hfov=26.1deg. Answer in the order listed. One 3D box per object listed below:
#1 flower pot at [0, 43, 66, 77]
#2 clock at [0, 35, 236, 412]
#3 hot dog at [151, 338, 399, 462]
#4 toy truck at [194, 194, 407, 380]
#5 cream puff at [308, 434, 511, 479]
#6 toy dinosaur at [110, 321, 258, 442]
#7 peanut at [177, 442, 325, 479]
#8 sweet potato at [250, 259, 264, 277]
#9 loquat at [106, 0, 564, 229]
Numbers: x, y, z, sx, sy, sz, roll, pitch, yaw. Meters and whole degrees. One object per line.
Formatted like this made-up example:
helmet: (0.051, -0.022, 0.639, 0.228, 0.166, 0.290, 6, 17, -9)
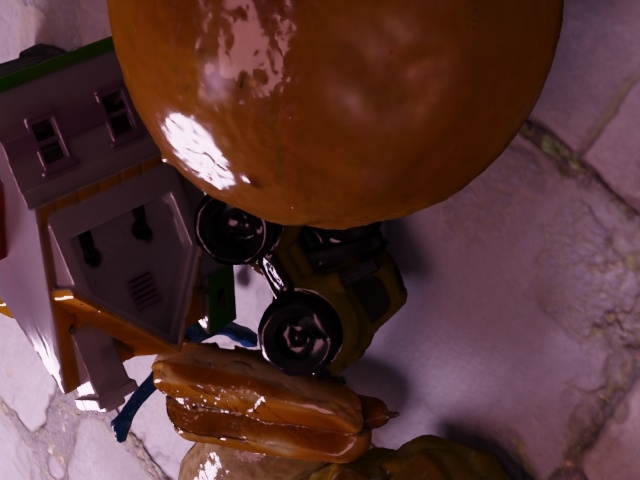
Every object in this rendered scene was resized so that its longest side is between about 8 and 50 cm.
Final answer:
flower pot: (-0.282, -0.125, 1.473, 0.229, 0.108, 0.103, 31, 133, 31)
clock: (-0.210, -0.012, 1.246, 0.166, 0.235, 0.309, -9, 105, 51)
hot dog: (-0.051, 0.153, 1.298, 0.269, 0.072, 0.109, 7, 127, 32)
toy truck: (0.000, 0.000, 1.217, 0.165, 0.147, 0.224, -26, 98, 11)
cream puff: (0.104, 0.314, 1.286, 0.282, 0.185, 0.282, -6, 75, 26)
toy dinosaur: (-0.136, 0.041, 1.404, 0.076, 0.144, 0.329, 16, 102, 56)
peanut: (-0.064, 0.225, 1.446, 0.253, 0.137, 0.122, 123, 154, -49)
sweet potato: (-0.048, 0.002, 1.327, 0.206, 0.068, 0.060, 54, 166, -1)
loquat: (0.008, -0.170, 0.952, 0.328, 0.328, 0.328, 27, 132, 35)
